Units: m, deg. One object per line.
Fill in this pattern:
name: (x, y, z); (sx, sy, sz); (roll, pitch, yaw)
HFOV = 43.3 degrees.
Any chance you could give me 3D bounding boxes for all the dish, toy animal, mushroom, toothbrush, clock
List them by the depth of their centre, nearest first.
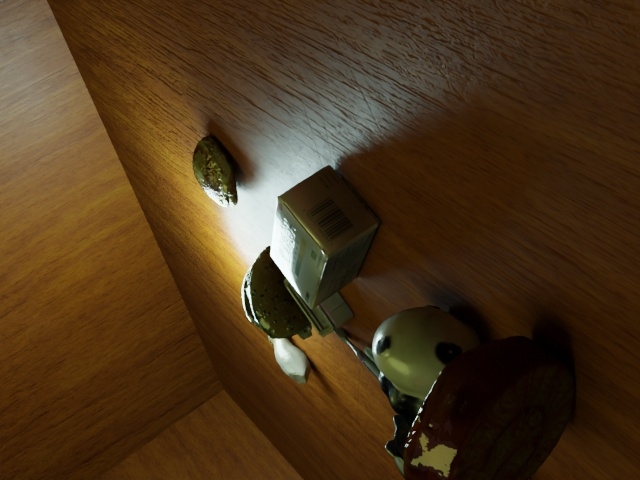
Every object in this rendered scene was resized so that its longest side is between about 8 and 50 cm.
toy animal: (0.209, 0.233, 1.586); (0.212, 0.212, 0.266); (39, 150, 39)
dish: (0.252, 0.504, 1.856); (0.236, 0.228, 0.086); (22, 118, -1)
toothbrush: (0.120, 0.314, 2.089); (0.029, 0.024, 0.354); (56, 172, -32)
clock: (-0.007, 0.152, 2.129); (0.192, 0.071, 0.147); (55, 160, 4)
mushroom: (-0.100, 0.387, 2.689); (0.212, 0.088, 0.097); (51, -167, 29)

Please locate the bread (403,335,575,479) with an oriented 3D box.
bread: (0.284, 0.299, 1.336); (0.114, 0.328, 0.295); (35, 111, 41)

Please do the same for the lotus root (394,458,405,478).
lotus root: (0.280, 0.603, 2.093); (0.241, 0.123, 0.124); (45, 149, 21)

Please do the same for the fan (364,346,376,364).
fan: (0.200, 0.368, 1.989); (0.233, 0.012, 0.415); (57, 170, -6)

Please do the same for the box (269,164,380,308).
box: (0.000, 0.001, 1.776); (0.173, 0.145, 0.333); (53, 160, 16)

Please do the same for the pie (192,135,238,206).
pie: (-0.293, -0.185, 2.247); (0.205, 0.084, 0.179); (54, 160, 15)

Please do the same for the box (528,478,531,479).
box: (0.385, 0.590, 1.769); (0.097, 0.168, 0.265); (28, 148, 49)

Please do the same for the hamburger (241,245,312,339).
hamburger: (-0.129, 0.169, 2.290); (0.288, 0.192, 0.167); (53, 150, 7)
